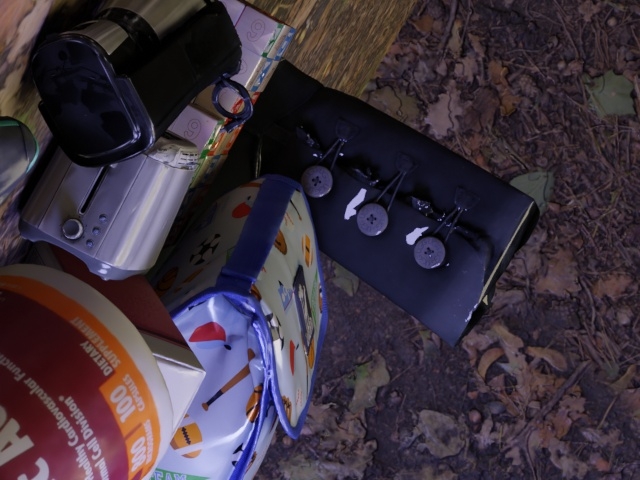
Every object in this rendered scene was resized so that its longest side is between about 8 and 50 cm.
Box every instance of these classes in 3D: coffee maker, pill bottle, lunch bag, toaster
[{"bbox_3d":[-0.147,-0.140,1.625,0.120,0.171,0.178,-42,-174,41],"label":"coffee maker"},{"bbox_3d":[-0.316,0.207,1.486,0.392,0.224,0.224,-43,165,-41],"label":"pill bottle"},{"bbox_3d":[-0.126,0.143,2.136,0.328,0.239,0.385,-71,-174,-64],"label":"lunch bag"},{"bbox_3d":[-0.202,-0.050,1.854,0.146,0.129,0.227,-63,174,5],"label":"toaster"}]

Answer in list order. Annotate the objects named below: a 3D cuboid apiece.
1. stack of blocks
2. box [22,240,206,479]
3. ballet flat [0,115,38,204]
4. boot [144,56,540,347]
[{"bbox_3d":[-0.147,-0.136,2.127,0.297,0.087,0.171,-60,175,7],"label":"stack of blocks"},{"bbox_3d":[-0.233,0.120,1.886,0.148,0.127,0.232,-61,-147,15],"label":"box"},{"bbox_3d":[-0.300,-0.015,1.465,0.203,0.074,0.074,-55,176,12],"label":"ballet flat"},{"bbox_3d":[0.001,-0.002,2.318,0.367,0.445,0.146,-61,175,15],"label":"boot"}]
